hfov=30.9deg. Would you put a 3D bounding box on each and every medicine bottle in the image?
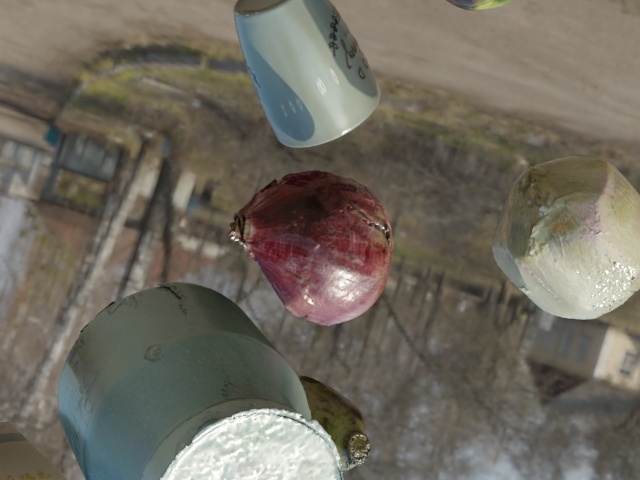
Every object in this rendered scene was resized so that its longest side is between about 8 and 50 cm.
[{"bbox_3d":[-0.120,0.200,1.171,0.245,0.245,0.290,18,-172,-27],"label":"medicine bottle"}]

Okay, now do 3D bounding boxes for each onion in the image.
[{"bbox_3d":[0.000,0.000,1.660,0.283,0.227,0.120,8,163,-41],"label":"onion"}]

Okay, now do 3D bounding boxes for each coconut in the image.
[{"bbox_3d":[0.360,-0.011,1.675,0.230,0.227,0.227,42,172,-15],"label":"coconut"}]

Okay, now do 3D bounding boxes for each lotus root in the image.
[{"bbox_3d":[0.000,0.223,1.396,0.080,0.089,0.179,-19,-154,-26],"label":"lotus root"}]

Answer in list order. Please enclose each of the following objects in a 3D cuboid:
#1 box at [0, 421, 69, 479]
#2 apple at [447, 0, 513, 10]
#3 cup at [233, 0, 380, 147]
[{"bbox_3d":[-0.499,0.304,1.388,0.343,0.065,0.200,-3,-163,-36],"label":"box"},{"bbox_3d":[0.249,-0.448,1.792,0.195,0.196,0.196,17,179,0],"label":"apple"},{"bbox_3d":[-0.028,-0.315,1.863,0.186,0.234,0.258,-17,-149,17],"label":"cup"}]
